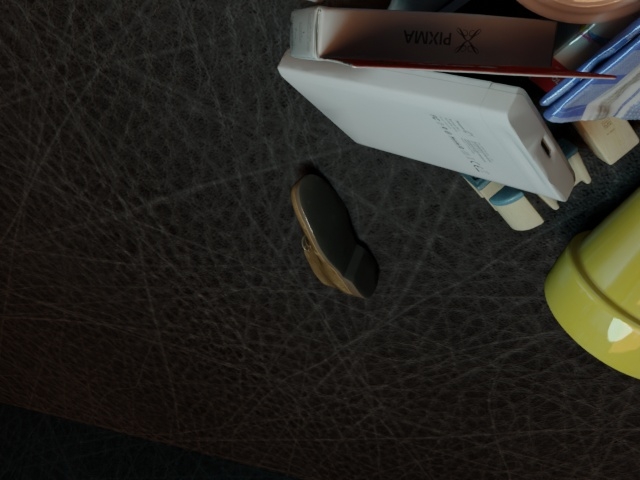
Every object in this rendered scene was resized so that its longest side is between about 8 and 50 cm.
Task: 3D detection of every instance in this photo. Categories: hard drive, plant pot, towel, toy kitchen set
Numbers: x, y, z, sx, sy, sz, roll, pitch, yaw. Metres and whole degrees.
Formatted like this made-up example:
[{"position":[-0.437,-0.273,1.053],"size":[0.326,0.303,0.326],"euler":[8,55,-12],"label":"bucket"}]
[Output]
[{"position":[0.136,-0.157,0.910],"size":[0.353,0.047,0.233],"euler":[22,174,39],"label":"hard drive"},{"position":[0.493,0.034,0.993],"size":[0.254,0.254,0.239],"euler":[21,127,2],"label":"plant pot"},{"position":[0.403,-0.200,0.774],"size":[0.285,0.034,0.209],"euler":[-7,157,-36],"label":"towel"},{"position":[0.310,-0.142,1.006],"size":[0.207,0.166,0.122],"euler":[-41,117,9],"label":"toy kitchen set"}]

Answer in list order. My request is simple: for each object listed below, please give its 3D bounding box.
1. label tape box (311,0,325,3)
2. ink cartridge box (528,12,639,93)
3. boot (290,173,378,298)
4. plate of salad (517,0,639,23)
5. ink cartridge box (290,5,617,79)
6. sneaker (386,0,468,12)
[{"position":[-0.010,-0.364,0.747],"size":[0.333,0.241,0.106],"euler":[18,136,6],"label":"label tape box"},{"position":[0.334,-0.259,0.801],"size":[0.072,0.127,0.175],"euler":[33,141,-14],"label":"ink cartridge box"},{"position":[0.000,0.000,1.291],"size":[0.115,0.112,0.305],"euler":[6,142,35],"label":"boot"},{"position":[0.266,-0.299,0.663],"size":[0.199,0.048,0.200],"euler":[11,144,8],"label":"plate of salad"},{"position":[0.125,-0.210,0.722],"size":[0.275,0.239,0.060],"euler":[-2,106,-15],"label":"ink cartridge box"},{"position":[0.141,-0.325,0.866],"size":[0.235,0.090,0.095],"euler":[-29,107,40],"label":"sneaker"}]
